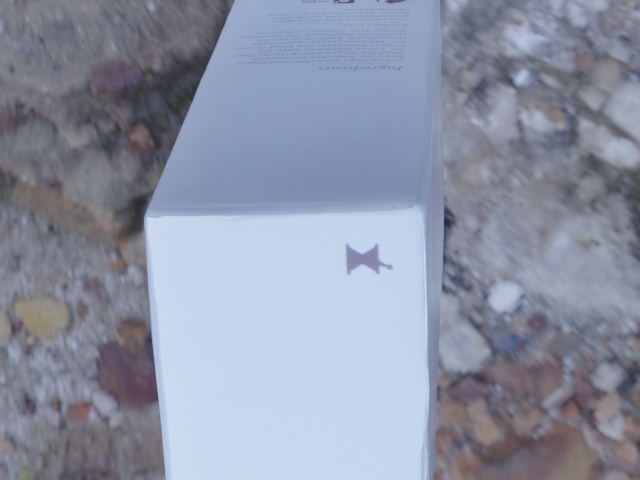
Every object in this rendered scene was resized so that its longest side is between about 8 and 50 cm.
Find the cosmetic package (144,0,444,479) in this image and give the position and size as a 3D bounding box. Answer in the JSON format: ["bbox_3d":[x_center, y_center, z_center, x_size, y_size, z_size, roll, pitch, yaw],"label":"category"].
[{"bbox_3d":[0.000,0.000,1.295,0.161,0.453,0.230,0,112,4],"label":"cosmetic package"}]
